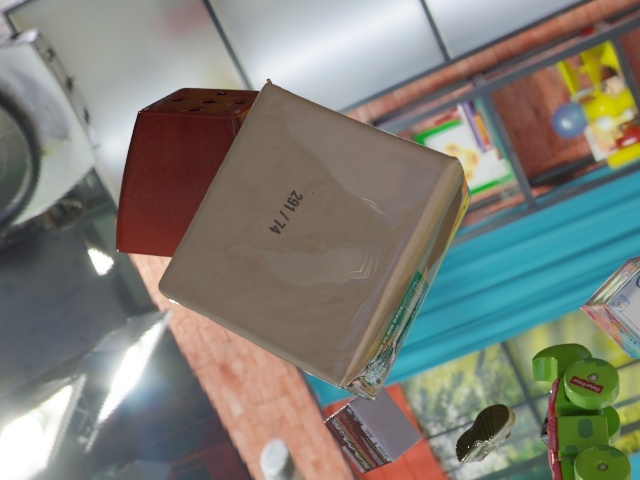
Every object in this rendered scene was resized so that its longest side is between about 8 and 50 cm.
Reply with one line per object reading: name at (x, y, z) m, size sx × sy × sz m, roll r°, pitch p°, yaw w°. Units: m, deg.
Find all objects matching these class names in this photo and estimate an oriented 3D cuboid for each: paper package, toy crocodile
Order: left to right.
paper package at (0.000, 0.000, 1.322) m, size 0.310 × 0.324 × 0.168 m, roll 25°, pitch 173°, yaw 23°
toy crocodile at (0.317, 0.257, 1.213) m, size 0.340 × 0.105 × 0.115 m, roll -82°, pitch -18°, yaw -46°

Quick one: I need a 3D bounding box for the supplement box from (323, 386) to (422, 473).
supplement box at (0.091, 0.346, 1.829) m, size 0.130 × 0.073 × 0.239 m, roll 52°, pitch 161°, yaw 9°

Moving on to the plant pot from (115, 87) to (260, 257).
plant pot at (-0.184, -0.125, 1.700) m, size 0.267 × 0.268 × 0.235 m, roll -49°, pitch -40°, yaw -62°

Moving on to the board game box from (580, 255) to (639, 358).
board game box at (0.595, 0.122, 1.822) m, size 0.144 × 0.142 × 0.275 m, roll 45°, pitch 180°, yaw 8°

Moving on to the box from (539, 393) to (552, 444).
box at (0.489, 0.334, 1.952) m, size 0.027 × 0.094 × 0.137 m, roll 47°, pitch -130°, yaw -24°

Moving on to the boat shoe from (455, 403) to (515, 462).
boat shoe at (0.268, 0.307, 1.574) m, size 0.048 × 0.153 × 0.056 m, roll 11°, pitch -135°, yaw -21°
